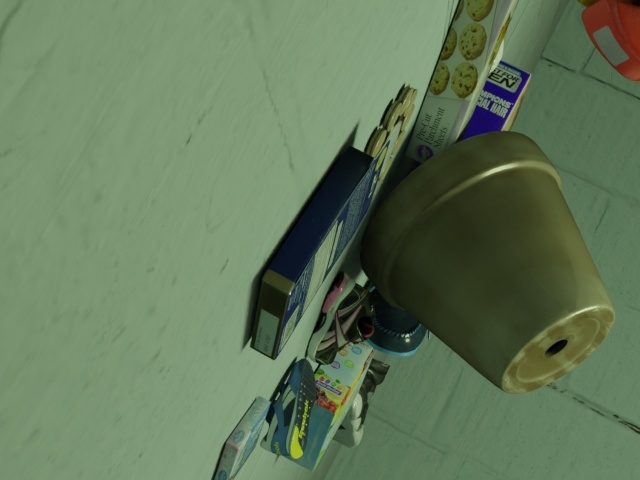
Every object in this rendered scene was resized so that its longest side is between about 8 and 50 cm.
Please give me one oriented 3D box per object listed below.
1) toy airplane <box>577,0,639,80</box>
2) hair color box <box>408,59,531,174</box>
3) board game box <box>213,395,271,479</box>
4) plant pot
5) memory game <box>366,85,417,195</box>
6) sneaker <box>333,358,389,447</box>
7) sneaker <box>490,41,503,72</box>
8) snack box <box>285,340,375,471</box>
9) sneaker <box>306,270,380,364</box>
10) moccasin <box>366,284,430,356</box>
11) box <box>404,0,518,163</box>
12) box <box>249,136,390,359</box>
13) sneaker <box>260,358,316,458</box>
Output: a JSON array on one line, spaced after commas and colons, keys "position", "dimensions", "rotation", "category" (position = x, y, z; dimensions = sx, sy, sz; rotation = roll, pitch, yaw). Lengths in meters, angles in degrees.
[{"position": [0.384, -0.456, 1.429], "dimensions": [0.384, 0.272, 0.386], "rotation": [-109, -160, -46], "category": "toy airplane"}, {"position": [0.227, -0.128, 1.806], "dimensions": [0.339, 0.110, 0.185], "rotation": [-61, 170, -24], "category": "hair color box"}, {"position": [-0.096, 0.249, 1.312], "dimensions": [0.090, 0.020, 0.090], "rotation": [-52, 164, -50], "category": "board game box"}, {"position": [0.259, 0.056, 1.542], "dimensions": [0.323, 0.280, 0.323], "rotation": [-23, 147, -16], "category": "plant pot"}, {"position": [0.071, -0.102, 1.292], "dimensions": [0.186, 0.012, 0.186], "rotation": [-61, 170, -18], "category": "memory game"}, {"position": [0.069, 0.305, 2.136], "dimensions": [0.153, 0.101, 0.269], "rotation": [-56, 166, -27], "category": "sneaker"}, {"position": [0.233, -0.264, 1.619], "dimensions": [0.152, 0.053, 0.061], "rotation": [-62, 168, -8], "category": "sneaker"}, {"position": [0.020, 0.264, 1.849], "dimensions": [0.207, 0.070, 0.175], "rotation": [-52, 166, -46], "category": "snack box"}, {"position": [0.035, 0.127, 1.528], "dimensions": [0.072, 0.077, 0.178], "rotation": [-55, 168, -37], "category": "sneaker"}, {"position": [0.140, 0.075, 1.903], "dimensions": [0.342, 0.137, 0.117], "rotation": [-76, -177, -62], "category": "moccasin"}, {"position": [0.192, -0.232, 1.438], "dimensions": [0.063, 0.067, 0.324], "rotation": [-54, 168, -42], "category": "box"}, {"position": [0.000, 0.000, 1.097], "dimensions": [0.225, 0.036, 0.136], "rotation": [-56, 169, -33], "category": "box"}, {"position": [-0.044, 0.224, 1.458], "dimensions": [0.053, 0.059, 0.144], "rotation": [56, 39, -44], "category": "sneaker"}]
